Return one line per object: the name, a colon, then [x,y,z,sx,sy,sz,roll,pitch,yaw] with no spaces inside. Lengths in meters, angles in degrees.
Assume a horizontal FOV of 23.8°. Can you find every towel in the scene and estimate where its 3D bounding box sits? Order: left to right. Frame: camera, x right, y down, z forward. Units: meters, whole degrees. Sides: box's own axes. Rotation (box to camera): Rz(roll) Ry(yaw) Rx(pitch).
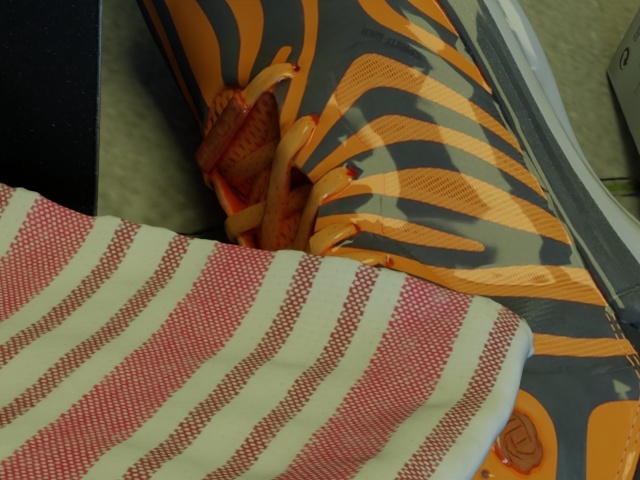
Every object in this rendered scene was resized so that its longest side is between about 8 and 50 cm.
towel: [-0.059,0.027,0.344,0.197,0.029,0.144,12,25,16]

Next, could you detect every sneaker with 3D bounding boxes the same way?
sneaker: [0.000,0.000,0.483,0.180,0.125,0.321,-22,62,-40]

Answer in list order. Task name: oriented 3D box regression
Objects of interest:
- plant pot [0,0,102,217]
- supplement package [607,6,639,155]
plant pot: [-0.152,-0.097,0.473,0.167,0.188,0.187,0,48,-8]
supplement package: [0.264,-0.052,0.583,0.198,0.199,0.263,14,35,-14]
